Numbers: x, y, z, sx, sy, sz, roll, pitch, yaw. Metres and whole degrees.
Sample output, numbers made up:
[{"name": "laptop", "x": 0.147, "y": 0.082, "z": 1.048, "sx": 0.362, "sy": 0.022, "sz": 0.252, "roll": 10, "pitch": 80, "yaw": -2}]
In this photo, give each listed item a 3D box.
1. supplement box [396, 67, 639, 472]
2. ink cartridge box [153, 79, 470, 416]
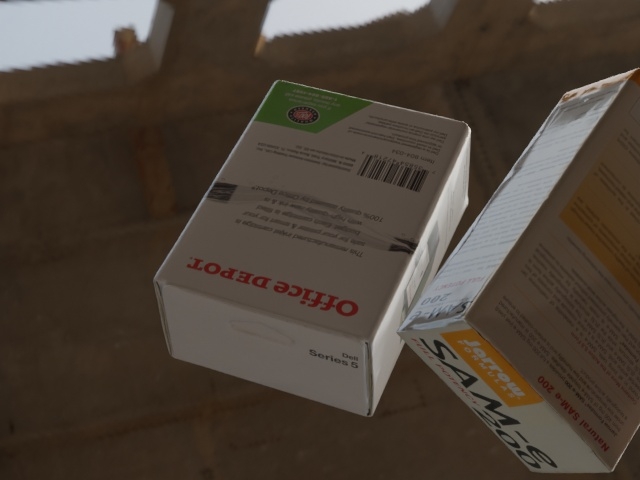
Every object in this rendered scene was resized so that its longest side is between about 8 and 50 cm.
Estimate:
[{"name": "supplement box", "x": 0.075, "y": 0.009, "z": 0.417, "sx": 0.062, "sy": 0.036, "sz": 0.098, "roll": 46, "pitch": -117, "yaw": -16}, {"name": "ink cartridge box", "x": 0.000, "y": 0.000, "z": 1.328, "sx": 0.198, "sy": 0.115, "sz": 0.273, "roll": 15, "pitch": -130, "yaw": 16}]
